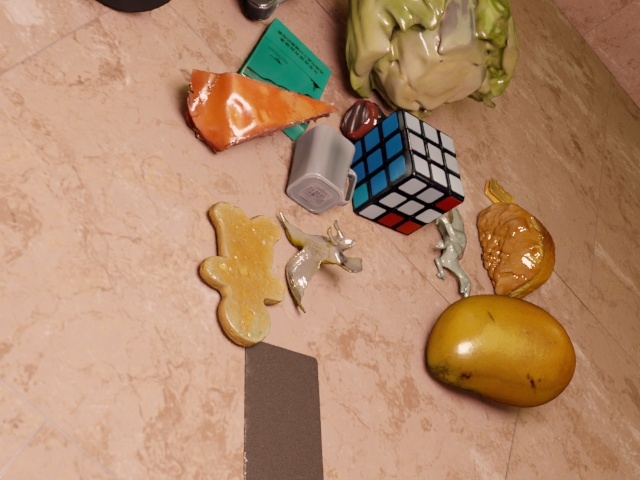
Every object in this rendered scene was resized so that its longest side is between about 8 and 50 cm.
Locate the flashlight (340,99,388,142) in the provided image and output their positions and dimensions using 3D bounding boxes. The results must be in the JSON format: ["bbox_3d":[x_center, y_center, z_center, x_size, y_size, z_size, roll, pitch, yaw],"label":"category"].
[{"bbox_3d":[0.149,-0.208,1.513,0.232,0.093,0.093,26,47,-38],"label":"flashlight"}]

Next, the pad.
[{"bbox_3d":[-0.052,0.252,1.043,0.143,0.003,0.211,24,49,-34],"label":"pad"}]

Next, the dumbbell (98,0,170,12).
[{"bbox_3d":[-0.293,-0.531,1.193,0.185,0.185,0.388,30,46,-29],"label":"dumbbell"}]

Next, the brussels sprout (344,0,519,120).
[{"bbox_3d":[0.221,-0.481,1.575,0.425,0.342,0.361,14,48,-44],"label":"brussels sprout"}]

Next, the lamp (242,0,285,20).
[{"bbox_3d":[-0.077,-0.634,1.424,0.272,0.205,0.374,44,74,0],"label":"lamp"}]

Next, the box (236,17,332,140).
[{"bbox_3d":[-0.069,-0.314,1.388,0.161,0.042,0.226,39,42,-19],"label":"box"}]

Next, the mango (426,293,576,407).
[{"bbox_3d":[0.335,0.205,1.356,0.317,0.173,0.211,10,62,-28],"label":"mango"}]

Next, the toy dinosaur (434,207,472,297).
[{"bbox_3d":[0.287,-0.009,1.539,0.167,0.053,0.242,46,39,-14],"label":"toy dinosaur"}]

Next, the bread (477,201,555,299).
[{"bbox_3d":[0.452,0.014,1.639,0.143,0.139,0.229,24,49,-45],"label":"bread"}]

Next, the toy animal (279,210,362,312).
[{"bbox_3d":[0.000,0.000,1.202,0.155,0.095,0.219,57,37,-6],"label":"toy animal"}]

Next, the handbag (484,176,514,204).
[{"bbox_3d":[0.445,-0.114,1.797,0.083,0.027,0.061,41,42,-16],"label":"handbag"}]

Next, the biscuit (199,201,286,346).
[{"bbox_3d":[-0.117,0.050,1.094,0.153,0.030,0.234,20,51,-36],"label":"biscuit"}]

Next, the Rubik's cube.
[{"bbox_3d":[0.162,-0.130,1.406,0.163,0.162,0.160,21,51,-37],"label":"Rubik's cube"}]

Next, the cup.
[{"bbox_3d":[0.011,-0.119,1.298,0.128,0.095,0.129,36,46,-27],"label":"cup"}]

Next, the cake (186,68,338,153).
[{"bbox_3d":[-0.095,-0.209,1.220,0.287,0.098,0.135,0,77,-33],"label":"cake"}]
